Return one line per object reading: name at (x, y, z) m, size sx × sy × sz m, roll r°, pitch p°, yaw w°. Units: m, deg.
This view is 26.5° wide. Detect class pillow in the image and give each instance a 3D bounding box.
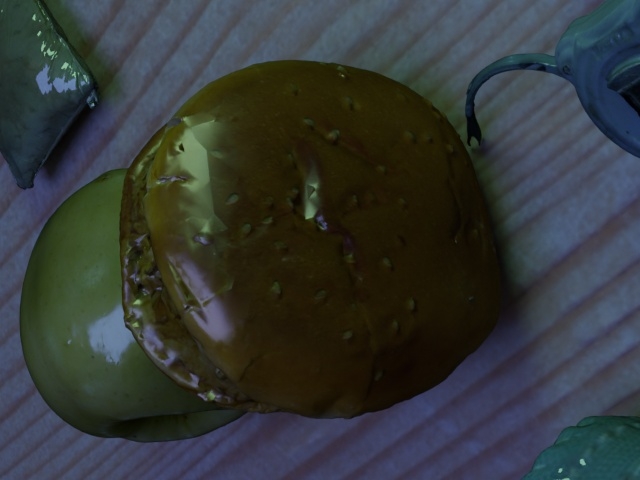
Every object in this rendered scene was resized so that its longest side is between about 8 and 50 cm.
pillow at (-0.349, -0.214, 1.456) m, size 0.302 × 0.075 × 0.185 m, roll 55°, pitch 130°, yaw 16°

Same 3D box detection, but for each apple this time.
apple at (-0.152, 0.063, 1.247) m, size 0.262 × 0.262 × 0.262 m, roll 11°, pitch 108°, yaw 37°

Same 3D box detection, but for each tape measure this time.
tape measure at (0.203, -0.090, 0.992) m, size 0.164 × 0.084 × 0.330 m, roll 45°, pitch 146°, yaw -3°

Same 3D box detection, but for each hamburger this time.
hamburger at (0.000, 0.000, 1.087) m, size 0.170 × 0.314 × 0.289 m, roll -36°, pitch 65°, yaw 58°

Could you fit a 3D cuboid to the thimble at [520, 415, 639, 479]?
thimble at (0.224, 0.246, 1.033) m, size 0.143 × 0.198 × 0.235 m, roll 31°, pitch 91°, yaw 32°
